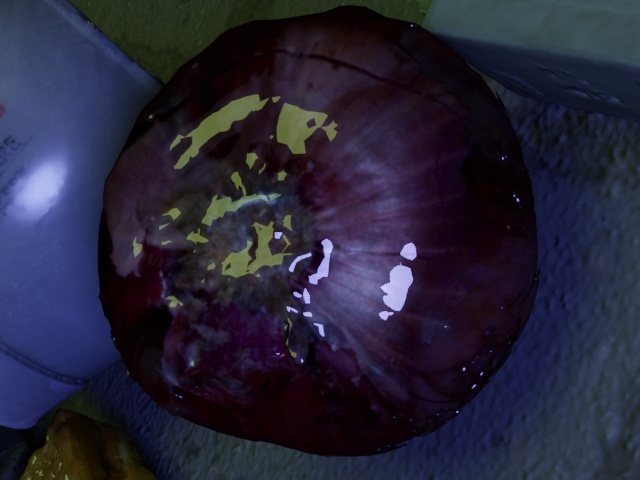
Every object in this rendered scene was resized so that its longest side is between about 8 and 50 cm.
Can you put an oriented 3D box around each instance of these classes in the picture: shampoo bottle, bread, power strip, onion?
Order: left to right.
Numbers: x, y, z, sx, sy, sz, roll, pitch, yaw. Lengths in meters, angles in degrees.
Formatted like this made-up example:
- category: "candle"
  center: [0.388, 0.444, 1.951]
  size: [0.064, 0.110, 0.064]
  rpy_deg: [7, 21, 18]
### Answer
- category: "shampoo bottle"
  center: [-0.215, -0.029, 1.037]
  size: [0.266, 0.273, 0.273]
  rpy_deg: [-49, 35, -1]
- category: "bread"
  center: [-0.139, 0.223, 0.971]
  size: [0.271, 0.077, 0.139]
  rpy_deg: [35, 103, 57]
- category: "onion"
  center: [0.000, 0.000, 0.818]
  size: [0.252, 0.219, 0.252]
  rpy_deg: [-1, 87, 11]
- category: "power strip"
  center: [0.140, -0.105, 0.775]
  size: [0.288, 0.093, 0.053]
  rpy_deg: [21, 86, 56]

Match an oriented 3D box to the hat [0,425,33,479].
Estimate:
- category: "hat"
  center: [-0.293, 0.190, 1.142]
  size: [0.128, 0.265, 0.265]
  rpy_deg: [20, 86, 23]
